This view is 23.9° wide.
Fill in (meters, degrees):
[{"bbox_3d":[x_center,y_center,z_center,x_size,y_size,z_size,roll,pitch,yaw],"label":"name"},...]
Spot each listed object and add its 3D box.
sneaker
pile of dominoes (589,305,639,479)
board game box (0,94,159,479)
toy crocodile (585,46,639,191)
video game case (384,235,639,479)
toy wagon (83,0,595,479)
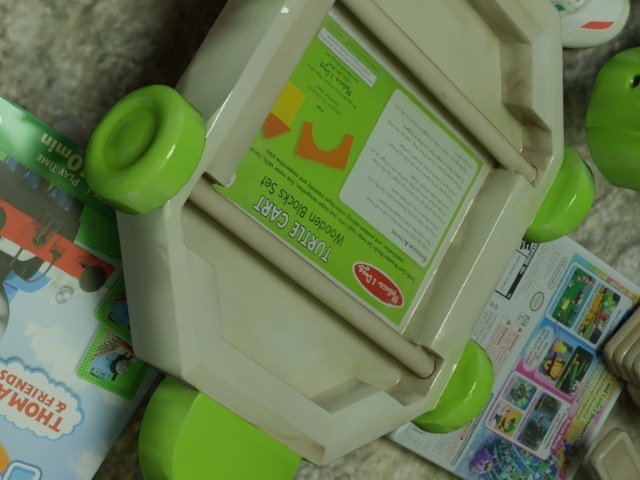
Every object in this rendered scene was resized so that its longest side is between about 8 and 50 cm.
[{"bbox_3d":[0.120,-0.145,0.815,0.161,0.075,0.057,27,89,-32],"label":"sneaker"},{"bbox_3d":[0.258,0.124,0.995,0.196,0.040,0.251,-46,134,-14],"label":"pile of dominoes"},{"bbox_3d":[-0.161,0.050,0.715,0.160,0.039,0.211,33,87,-22],"label":"board game box"},{"bbox_3d":[0.283,-0.060,0.885,0.341,0.115,0.105,9,96,-47],"label":"toy crocodile"},{"bbox_3d":[0.126,0.076,0.914,0.143,0.019,0.157,32,86,-33],"label":"video game case"},{"bbox_3d":[0.000,0.000,0.725,0.267,0.068,0.344,39,76,-42],"label":"toy wagon"}]
